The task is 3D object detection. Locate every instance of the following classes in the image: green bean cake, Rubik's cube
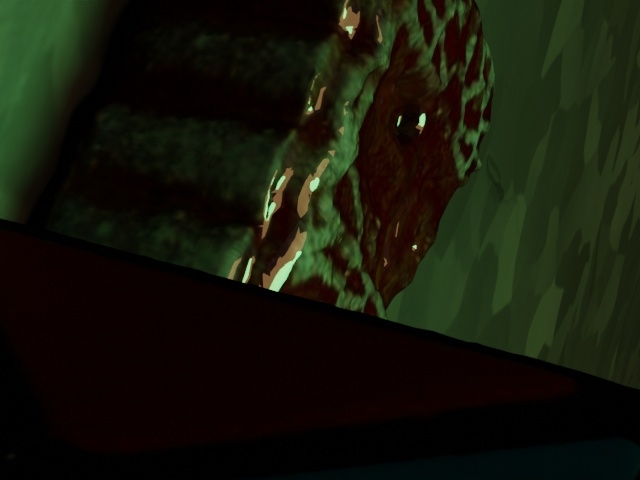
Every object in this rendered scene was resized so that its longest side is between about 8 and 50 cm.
[{"bbox_3d":[-0.009,-0.029,0.623,0.198,0.097,0.233,67,41,-60],"label":"green bean cake"},{"bbox_3d":[-0.065,0.158,0.368,0.248,0.246,0.250,-37,138,-61],"label":"Rubik's cube"}]
